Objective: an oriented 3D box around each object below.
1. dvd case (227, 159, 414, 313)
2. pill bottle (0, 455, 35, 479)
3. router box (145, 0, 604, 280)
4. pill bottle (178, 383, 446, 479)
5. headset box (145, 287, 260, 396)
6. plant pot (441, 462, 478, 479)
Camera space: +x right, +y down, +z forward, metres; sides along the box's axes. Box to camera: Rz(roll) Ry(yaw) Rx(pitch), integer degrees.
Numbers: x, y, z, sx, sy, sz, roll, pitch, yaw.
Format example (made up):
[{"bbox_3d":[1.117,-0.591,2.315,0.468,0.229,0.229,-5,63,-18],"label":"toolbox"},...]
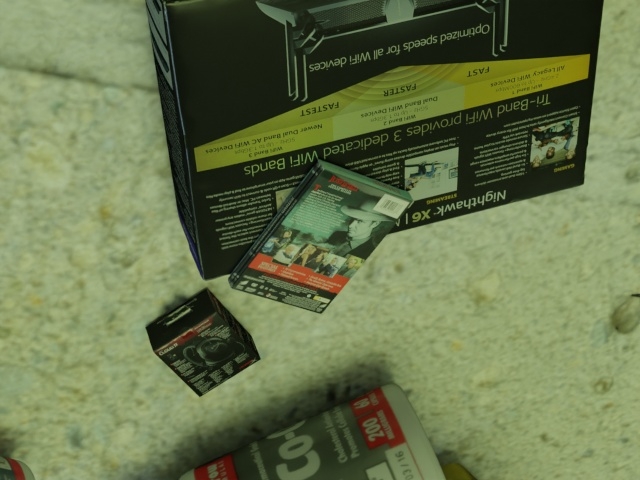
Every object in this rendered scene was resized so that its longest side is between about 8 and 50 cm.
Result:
[{"bbox_3d":[0.000,0.000,1.012,0.087,0.013,0.119,17,124,-36],"label":"dvd case"},{"bbox_3d":[-0.325,0.210,1.106,0.180,0.108,0.108,19,120,-34],"label":"pill bottle"},{"bbox_3d":[0.042,-0.117,0.990,0.309,0.081,0.243,-14,134,-12],"label":"router box"},{"bbox_3d":[-0.030,0.251,1.231,0.283,0.161,0.161,-23,135,-3],"label":"pill bottle"},{"bbox_3d":[-0.097,0.081,1.141,0.062,0.032,0.083,-33,133,6],"label":"headset box"},{"bbox_3d":[0.123,0.344,1.350,0.212,0.187,0.212,-29,134,16],"label":"plant pot"}]
